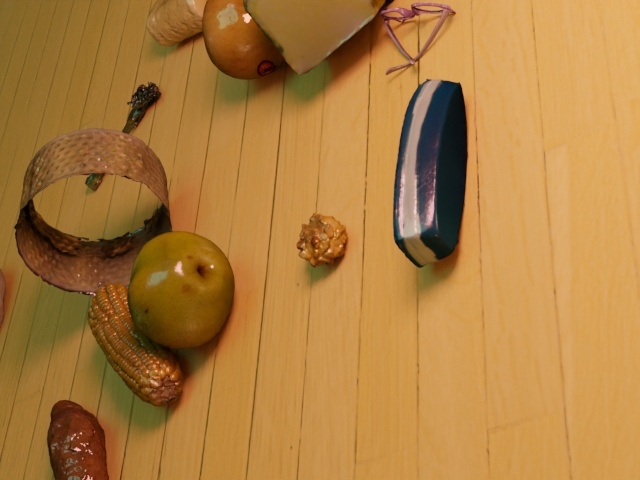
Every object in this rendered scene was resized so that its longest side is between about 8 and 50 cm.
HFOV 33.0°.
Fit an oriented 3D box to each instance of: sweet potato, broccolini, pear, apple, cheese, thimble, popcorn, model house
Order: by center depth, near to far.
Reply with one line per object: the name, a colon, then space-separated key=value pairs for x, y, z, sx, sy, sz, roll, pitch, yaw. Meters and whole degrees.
popcorn: x=0.000 y=0.000 z=1.539 sx=0.083 sy=0.057 sz=0.082 roll=-38 pitch=38 yaw=30
pear: x=-0.230 y=0.085 z=1.664 sx=0.216 sy=0.166 sz=0.180 roll=-31 pitch=54 yaw=40
sweet potato: x=-0.389 y=0.341 z=1.717 sx=0.114 sy=0.092 sz=0.341 roll=-62 pitch=30 yaw=24
model house: x=0.010 y=-0.405 z=1.748 sx=0.194 sy=0.170 sz=0.211 roll=-39 pitch=7 yaw=26
thimble: x=-0.390 y=-0.048 z=1.879 sx=0.271 sy=0.271 sz=0.150 roll=-41 pitch=35 yaw=22
apple: x=-0.123 y=-0.369 z=1.889 sx=0.155 sy=0.182 sz=0.182 roll=-10 pitch=50 yaw=11
cheese: x=-0.274 y=-0.475 z=2.214 sx=0.167 sy=0.094 sz=0.123 roll=-13 pitch=56 yaw=46
broccolini: x=-0.416 y=-0.221 z=2.227 sx=0.254 sy=0.057 sz=0.071 roll=-54 pitch=-8 yaw=0

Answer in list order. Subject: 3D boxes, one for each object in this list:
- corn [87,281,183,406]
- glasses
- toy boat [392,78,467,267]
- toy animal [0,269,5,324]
corn: x=-0.303 y=0.170 z=1.739 sx=0.102 sy=0.102 sz=0.313 roll=-53 pitch=35 yaw=7
glasses: x=0.139 y=-0.300 z=1.633 sx=0.140 sy=0.062 sz=0.104 roll=0 pitch=85 yaw=51
toy boat: x=0.149 y=-0.105 z=1.413 sx=0.062 sy=0.096 sz=0.299 roll=-15 pitch=49 yaw=31
toy animal: x=-0.803 y=0.191 z=2.277 sx=0.357 sy=0.194 sz=0.258 roll=-49 pitch=25 yaw=-1
